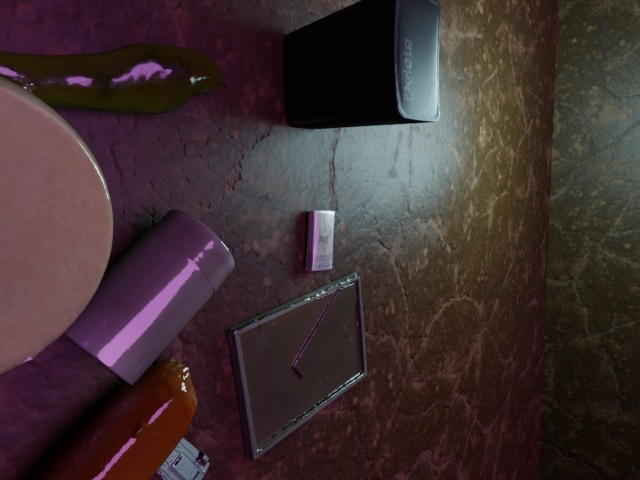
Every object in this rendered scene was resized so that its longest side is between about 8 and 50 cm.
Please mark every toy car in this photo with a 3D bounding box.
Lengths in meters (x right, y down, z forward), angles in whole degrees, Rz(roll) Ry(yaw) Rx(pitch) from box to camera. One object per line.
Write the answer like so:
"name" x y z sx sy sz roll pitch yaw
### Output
"toy car" -0.201 0.292 0.587 0.059 0.035 0.122 -48 118 -33

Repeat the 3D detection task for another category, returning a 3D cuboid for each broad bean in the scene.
"broad bean" -0.234 -0.177 0.469 0.325 0.067 0.075 -18 99 -47

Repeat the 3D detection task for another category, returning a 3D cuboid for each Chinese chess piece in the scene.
"Chinese chess piece" -0.308 -0.009 0.351 0.273 0.102 0.274 -28 126 -47

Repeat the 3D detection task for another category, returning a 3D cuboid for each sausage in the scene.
"sausage" -0.266 0.277 0.467 0.348 0.097 0.094 -48 119 -32

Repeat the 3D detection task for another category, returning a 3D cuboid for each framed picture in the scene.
"framed picture" -0.020 0.208 0.786 0.314 0.024 0.232 -18 108 -44

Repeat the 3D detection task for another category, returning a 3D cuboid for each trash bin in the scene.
"trash bin" 0.052 -0.255 0.656 0.115 0.225 0.166 -12 104 -46

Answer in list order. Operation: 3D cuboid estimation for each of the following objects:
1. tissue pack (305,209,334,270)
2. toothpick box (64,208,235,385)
"tissue pack" 0.000 0.000 0.780 0.056 0.023 0.108 -3 96 -48
"toothpick box" -0.196 0.061 0.509 0.181 0.111 0.111 -53 130 -28
